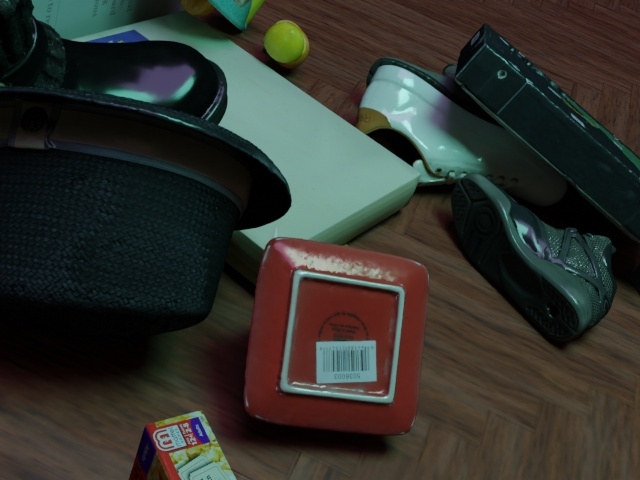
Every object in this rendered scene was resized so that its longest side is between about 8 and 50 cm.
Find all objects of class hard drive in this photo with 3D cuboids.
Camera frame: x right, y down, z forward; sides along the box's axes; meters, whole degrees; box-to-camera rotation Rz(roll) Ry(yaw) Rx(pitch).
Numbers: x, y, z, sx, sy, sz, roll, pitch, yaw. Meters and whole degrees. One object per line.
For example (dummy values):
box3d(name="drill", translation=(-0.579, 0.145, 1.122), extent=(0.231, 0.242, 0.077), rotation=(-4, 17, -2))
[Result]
box3d(name="hard drive", translation=(0.314, -0.132, 1.137), extent=(0.339, 0.064, 0.237), rotation=(39, 21, -5))

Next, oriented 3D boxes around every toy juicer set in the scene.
box3d(name="toy juicer set", translation=(-0.118, -0.297, 1.129), extent=(0.209, 0.089, 0.329), rotation=(49, 9, 16))

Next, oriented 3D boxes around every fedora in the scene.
box3d(name="fedora", translation=(-0.196, -0.003, 0.756), extent=(0.334, 0.334, 0.153), rotation=(11, 73, -13))

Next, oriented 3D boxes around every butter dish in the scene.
box3d(name="butter dish", translation=(0.003, 0.088, 0.817), extent=(0.160, 0.118, 0.160), rotation=(10, 81, -18))

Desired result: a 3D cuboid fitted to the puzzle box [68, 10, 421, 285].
box3d(name="puzzle box", translation=(-0.118, -0.127, 1.042), extent=(0.409, 0.052, 0.272), rotation=(38, 42, 21))

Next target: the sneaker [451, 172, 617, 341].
box3d(name="sneaker", translation=(0.253, 0.007, 1.046), extent=(0.130, 0.087, 0.227), rotation=(-17, 56, -40))

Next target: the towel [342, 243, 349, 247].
box3d(name="towel", translation=(0.000, 0.000, 0.993), extent=(0.060, 0.009, 0.083), rotation=(-11, 49, -33))

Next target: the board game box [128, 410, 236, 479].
box3d(name="board game box", translation=(-0.072, 0.233, 0.582), extent=(0.045, 0.147, 0.193), rotation=(-9, 48, -33))

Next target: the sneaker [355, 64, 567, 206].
box3d(name="sneaker", translation=(0.170, -0.097, 1.142), extent=(0.290, 0.106, 0.123), rotation=(29, 76, -7))

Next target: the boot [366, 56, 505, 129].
box3d(name="boot", translation=(0.178, -0.206, 1.272), extent=(0.246, 0.083, 0.161), rotation=(24, 33, -10))

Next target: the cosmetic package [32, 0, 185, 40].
box3d(name="cosmetic package", translation=(-0.362, -0.449, 1.091), extent=(0.329, 0.327, 0.393), rotation=(33, 39, 14))

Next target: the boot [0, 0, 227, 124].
box3d(name="boot", translation=(-0.248, -0.173, 0.821), extent=(0.347, 0.260, 0.131), rotation=(-17, 60, -18))

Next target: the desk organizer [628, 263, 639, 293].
box3d(name="desk organizer", translation=(0.434, 0.076, 1.079), extent=(0.050, 0.047, 0.130), rotation=(2, 43, -27))
